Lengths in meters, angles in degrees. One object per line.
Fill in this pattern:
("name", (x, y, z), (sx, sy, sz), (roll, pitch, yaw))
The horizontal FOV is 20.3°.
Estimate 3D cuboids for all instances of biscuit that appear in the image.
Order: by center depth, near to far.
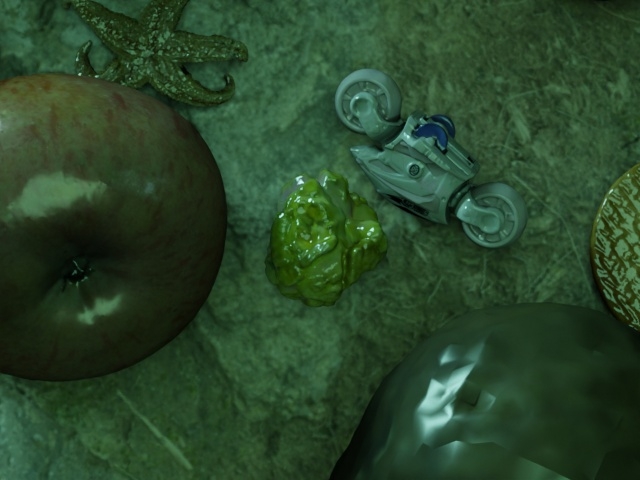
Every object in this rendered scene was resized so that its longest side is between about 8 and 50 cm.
("biscuit", (0.375, 0.037, 1.962), (0.144, 0.033, 0.224), (-39, 89, -6))

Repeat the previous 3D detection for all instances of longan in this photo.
("longan", (0.198, 0.276, 1.737), (0.404, 0.404, 0.436), (25, 114, -3))

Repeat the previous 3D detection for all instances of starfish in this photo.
("starfish", (-0.184, -0.212, 1.919), (0.209, 0.053, 0.150), (31, 78, 0))

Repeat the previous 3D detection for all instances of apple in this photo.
("apple", (-0.260, -0.010, 1.768), (0.344, 0.269, 0.345), (-2, 97, -18))

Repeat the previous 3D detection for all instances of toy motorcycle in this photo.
("toy motorcycle", (0.110, -0.078, 1.923), (0.254, 0.112, 0.112), (43, 82, 0))

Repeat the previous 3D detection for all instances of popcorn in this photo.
("popcorn", (0.000, 0.000, 1.881), (0.126, 0.126, 0.145), (21, 40, -30))
